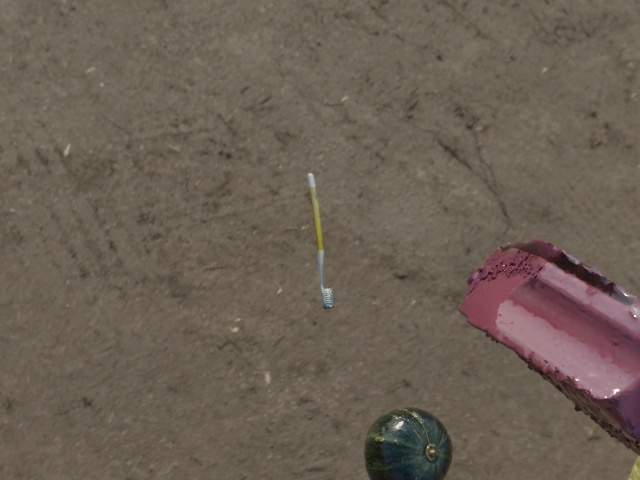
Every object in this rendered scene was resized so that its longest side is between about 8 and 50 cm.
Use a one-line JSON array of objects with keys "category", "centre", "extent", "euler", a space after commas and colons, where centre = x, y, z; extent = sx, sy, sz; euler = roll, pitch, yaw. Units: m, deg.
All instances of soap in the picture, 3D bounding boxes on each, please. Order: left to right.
[{"category": "soap", "centre": [0.264, 0.106, 0.748], "extent": [0.112, 0.289, 0.182], "euler": [-51, 131, 1]}]

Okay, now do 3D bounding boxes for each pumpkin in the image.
[{"category": "pumpkin", "centre": [0.173, 0.421, 1.521], "extent": [0.190, 0.146, 0.190], "euler": [3, 82, -22]}]

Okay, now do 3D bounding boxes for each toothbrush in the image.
[{"category": "toothbrush", "centre": [0.000, 0.000, 1.581], "extent": [0.024, 0.021, 0.288], "euler": [-7, 80, 3]}]

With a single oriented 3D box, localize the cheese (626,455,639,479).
[{"category": "cheese", "centre": [0.581, 0.375, 1.255], "extent": [0.123, 0.094, 0.167], "euler": [29, 78, 9]}]
